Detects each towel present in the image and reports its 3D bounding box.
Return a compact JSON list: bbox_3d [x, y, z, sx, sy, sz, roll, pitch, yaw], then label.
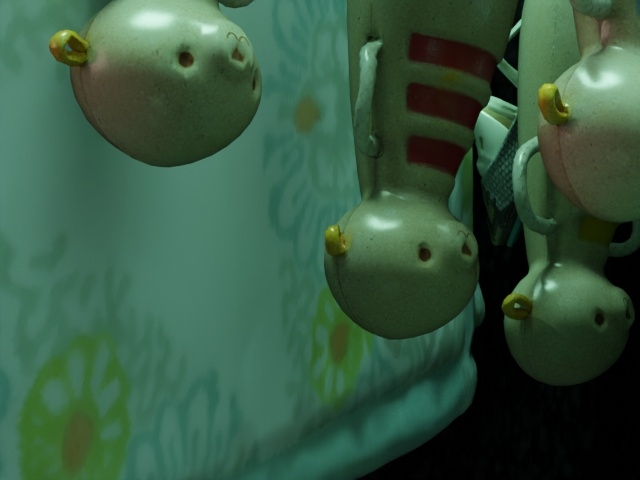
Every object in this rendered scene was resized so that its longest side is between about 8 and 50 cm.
[{"bbox_3d":[-0.042,-0.070,0.589,0.374,0.090,0.321,-14,-76,-66],"label":"towel"}]

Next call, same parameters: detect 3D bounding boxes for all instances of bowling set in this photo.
[{"bbox_3d":[0.084,-0.047,0.492,0.199,0.287,0.154,0,80,37],"label":"bowling set"}]

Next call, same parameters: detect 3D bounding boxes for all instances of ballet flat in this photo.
[{"bbox_3d":[0.077,-0.051,0.695,0.041,0.041,0.114,-109,36,-52],"label":"ballet flat"}]
